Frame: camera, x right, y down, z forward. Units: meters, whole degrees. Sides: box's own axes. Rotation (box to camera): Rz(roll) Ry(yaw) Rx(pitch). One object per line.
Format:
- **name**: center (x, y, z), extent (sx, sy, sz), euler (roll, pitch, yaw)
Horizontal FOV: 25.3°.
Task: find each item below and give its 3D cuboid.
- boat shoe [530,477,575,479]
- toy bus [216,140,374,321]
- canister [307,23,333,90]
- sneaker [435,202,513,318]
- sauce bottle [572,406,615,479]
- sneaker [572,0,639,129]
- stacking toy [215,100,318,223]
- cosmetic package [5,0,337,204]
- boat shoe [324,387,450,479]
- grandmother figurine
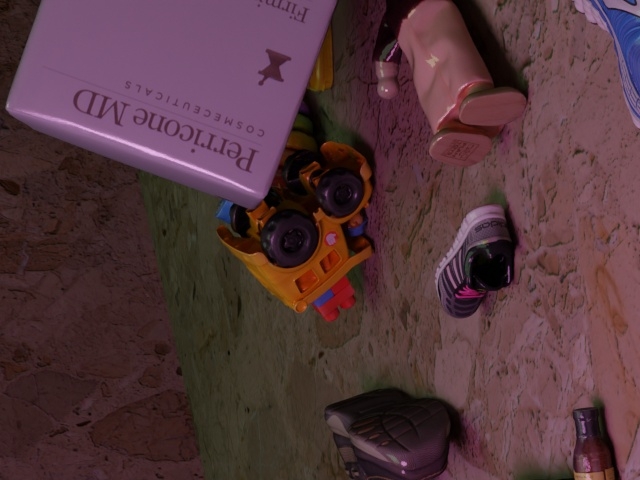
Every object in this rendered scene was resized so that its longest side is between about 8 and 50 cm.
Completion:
- **boat shoe**: center (0.231, 0.292, 1.551), extent (0.178, 0.064, 0.060), euler (153, 110, -69)
- **toy bus**: center (0.000, 0.000, 2.012), extent (0.211, 0.220, 0.149), euler (55, 169, -28)
- **canister**: center (-0.074, -0.276, 2.089), extent (0.073, 0.169, 0.126), euler (-144, 50, -66)
- **sneaker**: center (0.176, 0.040, 1.615), extent (0.170, 0.063, 0.075), euler (107, 156, -44)
- **sauce bottle**: center (0.275, 0.232, 1.430), extent (0.042, 0.042, 0.128), euler (165, 100, -72)
- **sneaker**: center (0.268, -0.188, 1.078), extent (0.147, 0.129, 0.330), euler (71, 175, -46)
- **stacking toy**: center (-0.067, -0.172, 2.202), extent (0.175, 0.165, 0.302), euler (143, 133, -74)
- **cosmetic package**: center (-0.160, -0.278, 1.798), extent (0.327, 0.329, 0.394), euler (171, 118, -85)
- **boat shoe**: center (0.102, 0.283, 1.887), extent (0.355, 0.132, 0.130), euler (-166, 59, -80)
- **grandmother figurine**: center (0.122, -0.244, 1.631), extent (0.208, 0.104, 0.342), euler (-44, 47, 35)
